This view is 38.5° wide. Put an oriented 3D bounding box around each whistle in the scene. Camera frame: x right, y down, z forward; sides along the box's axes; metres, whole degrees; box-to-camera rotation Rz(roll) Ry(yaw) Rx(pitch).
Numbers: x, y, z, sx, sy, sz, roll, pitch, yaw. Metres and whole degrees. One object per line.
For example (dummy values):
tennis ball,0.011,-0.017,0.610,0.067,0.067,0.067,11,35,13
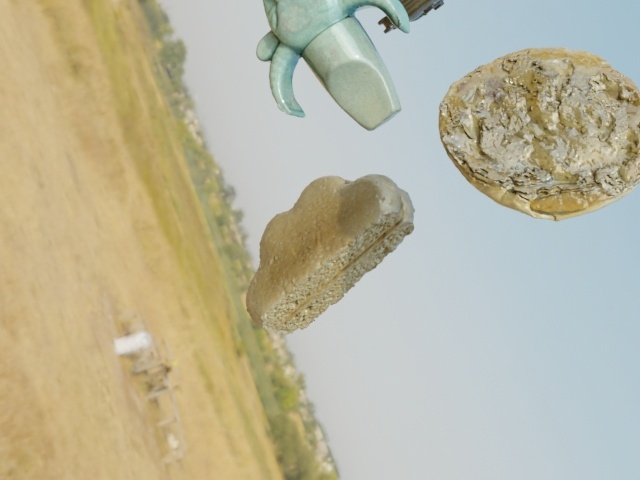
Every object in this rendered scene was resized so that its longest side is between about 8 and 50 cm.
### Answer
whistle,0.002,-0.252,1.080,0.274,0.186,0.093,57,25,6

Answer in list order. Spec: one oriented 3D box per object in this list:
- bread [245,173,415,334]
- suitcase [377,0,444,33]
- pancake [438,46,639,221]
bread,-0.002,0.000,1.515,0.102,0.337,0.183,22,33,-49
suitcase,0.198,-0.533,1.639,0.202,0.312,0.128,55,27,-4
pancake,0.294,-0.147,1.199,0.049,0.283,0.282,70,-3,-63
